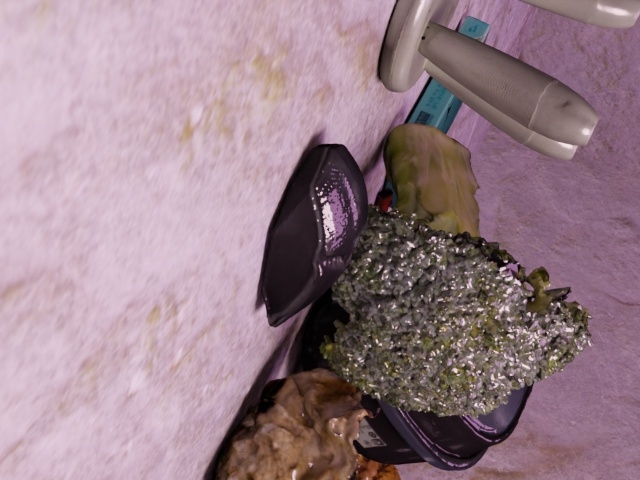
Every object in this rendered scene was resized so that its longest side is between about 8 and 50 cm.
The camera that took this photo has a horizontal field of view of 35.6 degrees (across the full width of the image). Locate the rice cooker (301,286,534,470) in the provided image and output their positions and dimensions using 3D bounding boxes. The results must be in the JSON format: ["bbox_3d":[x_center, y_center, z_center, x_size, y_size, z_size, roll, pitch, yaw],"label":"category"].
[{"bbox_3d":[0.111,0.140,1.201,0.224,0.267,0.267,-14,-148,41],"label":"rice cooker"}]

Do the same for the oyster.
[{"bbox_3d":[-0.055,0.275,1.039,0.337,0.133,0.198,-63,174,7],"label":"oyster"}]

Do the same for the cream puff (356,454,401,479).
[{"bbox_3d":[-0.003,0.397,1.381,0.327,0.231,0.343,101,16,-48],"label":"cream puff"}]

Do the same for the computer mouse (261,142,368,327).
[{"bbox_3d":[0.000,0.000,0.815,0.192,0.062,0.106,104,12,-45],"label":"computer mouse"}]

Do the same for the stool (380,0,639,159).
[{"bbox_3d":[0.177,-0.189,0.901,0.195,0.199,0.195,-64,173,4],"label":"stool"}]

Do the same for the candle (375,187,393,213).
[{"bbox_3d":[0.076,-0.016,1.375,0.026,0.021,0.167,-58,169,-35],"label":"candle"}]

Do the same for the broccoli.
[{"bbox_3d":[0.097,0.000,1.010,0.361,0.252,0.221,-118,-151,-45],"label":"broccoli"}]

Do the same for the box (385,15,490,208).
[{"bbox_3d":[0.153,-0.167,1.339,0.229,0.041,0.162,-60,171,-25],"label":"box"}]

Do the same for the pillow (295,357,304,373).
[{"bbox_3d":[0.013,0.128,1.341,0.130,0.038,0.232,105,11,-54],"label":"pillow"}]
